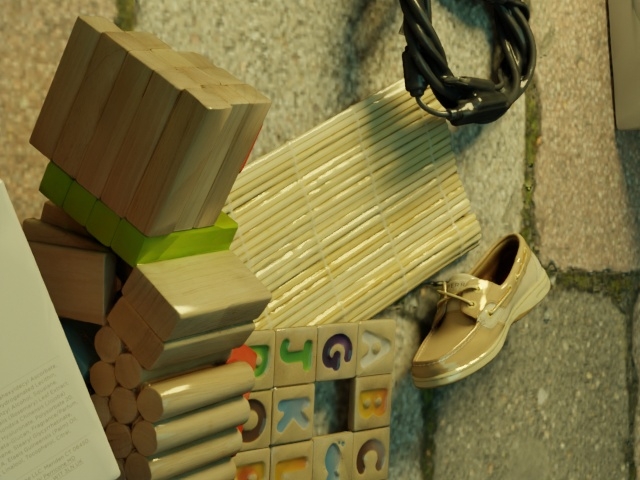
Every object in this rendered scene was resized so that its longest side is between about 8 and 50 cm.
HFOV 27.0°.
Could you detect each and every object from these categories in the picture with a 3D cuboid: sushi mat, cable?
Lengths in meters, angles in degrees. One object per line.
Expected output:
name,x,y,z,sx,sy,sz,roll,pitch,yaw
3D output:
sushi mat,0.000,0.000,0.939,0.316,0.019,0.151,-32,110,-37
cable,0.107,-0.163,1.016,0.184,0.047,0.150,-19,90,-53

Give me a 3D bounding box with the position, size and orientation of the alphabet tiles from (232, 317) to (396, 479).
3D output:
alphabet tiles,-0.022,0.176,0.910,0.198,0.009,0.237,-2,96,-45

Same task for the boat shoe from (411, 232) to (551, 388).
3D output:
boat shoe,0.115,0.050,1.018,0.170,0.063,0.059,-41,114,-44

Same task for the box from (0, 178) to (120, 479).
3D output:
box,-0.199,0.063,0.686,0.091,0.130,0.170,-30,110,-37

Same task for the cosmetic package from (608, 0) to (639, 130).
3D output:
cosmetic package,0.377,-0.214,1.138,0.138,0.225,0.224,-9,97,-41

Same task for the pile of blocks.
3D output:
pile of blocks,-0.097,0.053,0.788,0.113,0.149,0.362,-9,107,-55
